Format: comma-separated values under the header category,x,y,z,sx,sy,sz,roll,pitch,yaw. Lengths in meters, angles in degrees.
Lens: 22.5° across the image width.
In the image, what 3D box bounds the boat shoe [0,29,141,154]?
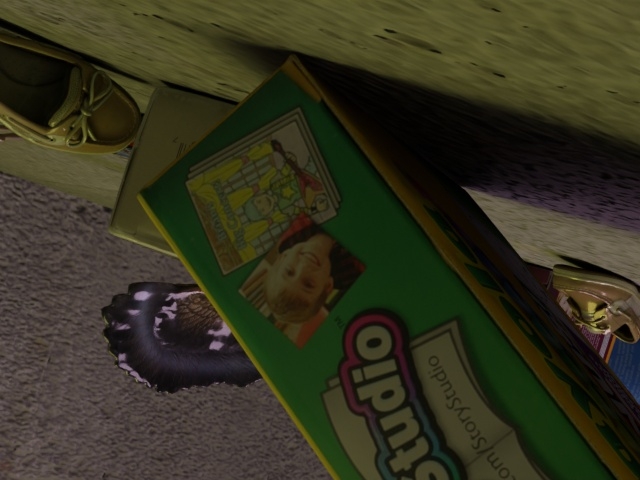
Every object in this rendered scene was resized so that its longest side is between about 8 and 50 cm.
category,x,y,z,sx,sy,sz,roll,pitch,yaw
boat shoe,-0.160,-0.086,0.900,0.153,0.056,0.048,29,175,-36

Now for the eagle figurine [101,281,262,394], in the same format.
category,x,y,z,sx,sy,sz,roll,pitch,yaw
eagle figurine,-0.085,0.053,1.782,0.298,0.225,0.226,8,-168,-5

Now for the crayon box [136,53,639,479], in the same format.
category,x,y,z,sx,sy,sz,roll,pitch,yaw
crayon box,0.103,0.109,0.772,0.363,0.106,0.313,53,-172,18

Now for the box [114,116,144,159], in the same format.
category,x,y,z,sx,sy,sz,roll,pitch,yaw
box,-0.128,-0.071,1.208,0.094,0.027,0.137,17,177,35

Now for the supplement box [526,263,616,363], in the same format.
category,x,y,z,sx,sy,sz,roll,pitch,yaw
supplement box,0.190,0.083,1.429,0.081,0.104,0.188,16,176,32

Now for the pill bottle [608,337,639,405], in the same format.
category,x,y,z,sx,sy,sz,roll,pitch,yaw
pill bottle,0.291,0.137,1.630,0.222,0.124,0.124,18,177,-8

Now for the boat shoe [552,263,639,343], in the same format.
category,x,y,z,sx,sy,sz,roll,pitch,yaw
boat shoe,0.219,0.051,1.238,0.050,0.045,0.135,15,176,42

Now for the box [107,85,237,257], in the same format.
category,x,y,z,sx,sy,sz,roll,pitch,yaw
box,-0.037,-0.017,1.032,0.113,0.094,0.275,17,176,12

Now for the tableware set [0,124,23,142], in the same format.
category,x,y,z,sx,sy,sz,roll,pitch,yaw
tableware set,-0.280,-0.108,1.153,0.104,0.024,0.154,35,-166,16
